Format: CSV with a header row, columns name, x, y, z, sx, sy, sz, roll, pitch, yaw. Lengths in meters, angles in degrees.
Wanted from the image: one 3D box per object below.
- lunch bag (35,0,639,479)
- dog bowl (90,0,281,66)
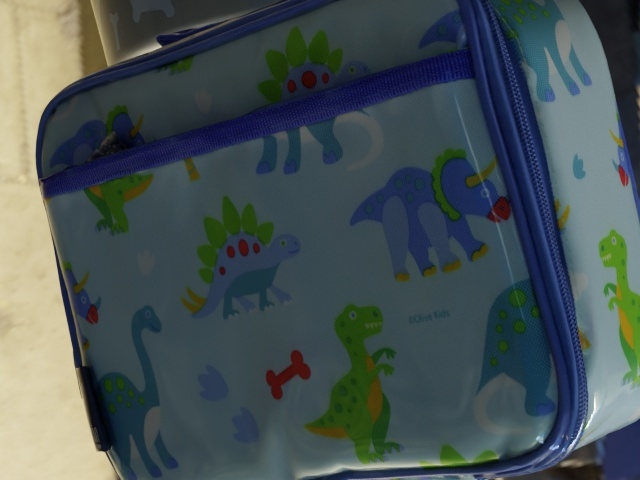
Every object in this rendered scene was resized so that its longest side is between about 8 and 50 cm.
name,x,y,z,sx,sy,sz,roll,pitch,yaw
lunch bag,0.000,0.000,0.539,0.090,0.219,0.176,-12,91,-52
dog bowl,0.003,-0.162,1.087,0.349,0.349,0.102,4,77,-35
